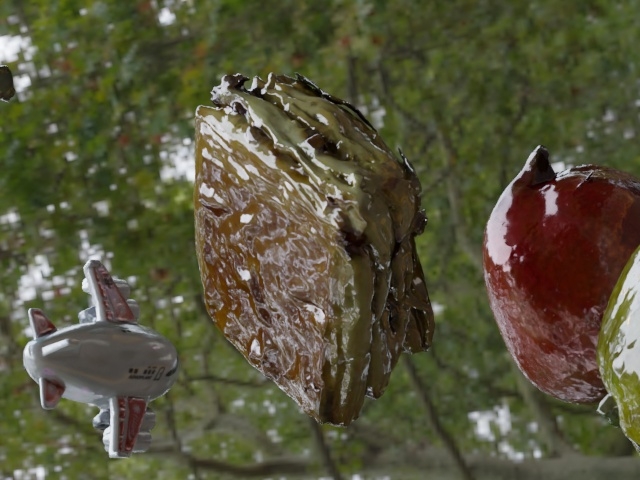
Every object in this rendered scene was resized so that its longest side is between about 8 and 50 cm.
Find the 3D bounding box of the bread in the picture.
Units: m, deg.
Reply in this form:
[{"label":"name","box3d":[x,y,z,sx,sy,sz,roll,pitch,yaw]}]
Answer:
[{"label":"bread","box3d":[0.000,0.000,1.411,0.167,0.277,0.325,-24,-46,-31]}]

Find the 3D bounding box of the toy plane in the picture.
[{"label":"toy plane","box3d":[-0.266,0.148,1.714,0.252,0.118,0.252,34,-135,-43]}]

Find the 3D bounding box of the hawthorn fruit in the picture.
[{"label":"hawthorn fruit","box3d":[0.335,0.057,1.678,0.295,0.311,0.295,-62,-5,-10]}]

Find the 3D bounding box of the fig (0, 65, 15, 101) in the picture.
[{"label":"fig","box3d":[-0.306,-0.076,0.832,0.231,0.143,0.160,-54,-25,-48]}]

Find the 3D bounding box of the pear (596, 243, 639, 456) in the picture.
[{"label":"pear","box3d":[0.152,0.029,0.463,0.107,0.131,0.107,-21,-90,-89]}]
